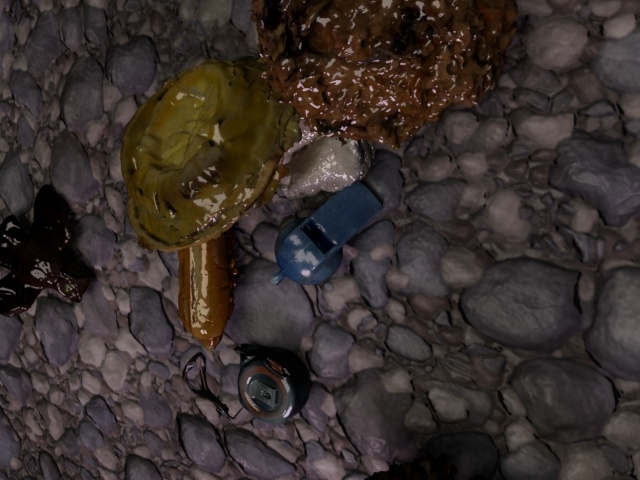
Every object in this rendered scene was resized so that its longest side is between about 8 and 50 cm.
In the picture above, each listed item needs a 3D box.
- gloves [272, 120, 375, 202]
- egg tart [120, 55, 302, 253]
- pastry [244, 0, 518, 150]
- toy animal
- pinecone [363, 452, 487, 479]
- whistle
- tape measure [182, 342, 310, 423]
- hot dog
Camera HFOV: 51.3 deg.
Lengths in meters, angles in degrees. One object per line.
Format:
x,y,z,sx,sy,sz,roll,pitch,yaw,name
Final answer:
-0.009,-0.108,0.776,0.153,0.070,0.114,-15,92,37,gloves
-0.140,-0.113,0.760,0.279,0.095,0.278,-24,49,31,egg tart
0.058,-0.212,0.655,0.275,0.193,0.274,-3,64,7,pastry
-0.443,0.029,1.053,0.180,0.116,0.218,30,88,-10,toy animal
0.138,0.381,0.728,0.292,0.246,0.246,37,117,4,pinecone
0.000,0.000,0.805,0.158,0.090,0.090,-41,79,-10,whistle
-0.094,0.193,0.847,0.107,0.180,0.104,10,91,28,tape measure
-0.150,0.026,0.886,0.102,0.076,0.248,-161,69,-65,hot dog
